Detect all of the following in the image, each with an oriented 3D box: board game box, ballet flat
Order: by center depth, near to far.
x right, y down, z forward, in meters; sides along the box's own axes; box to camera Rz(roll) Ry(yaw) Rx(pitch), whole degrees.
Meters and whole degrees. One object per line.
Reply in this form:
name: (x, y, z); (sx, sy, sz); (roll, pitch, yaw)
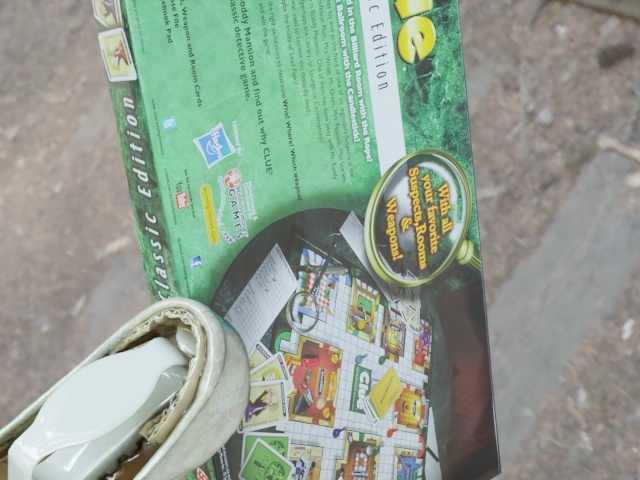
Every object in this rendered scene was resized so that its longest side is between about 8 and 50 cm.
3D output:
ballet flat: (-0.089, 0.075, 0.393); (0.057, 0.052, 0.168); (40, 73, 20)
board game box: (0.000, 0.000, 0.519); (0.136, 0.260, 0.030); (-20, 27, -27)
